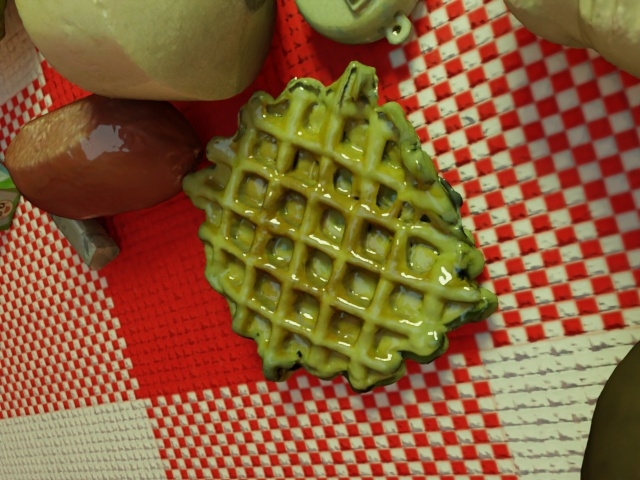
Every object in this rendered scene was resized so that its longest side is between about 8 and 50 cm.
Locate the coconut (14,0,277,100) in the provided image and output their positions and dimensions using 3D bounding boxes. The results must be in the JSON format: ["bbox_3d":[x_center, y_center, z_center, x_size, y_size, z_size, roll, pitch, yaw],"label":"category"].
[{"bbox_3d":[-0.141,-0.234,0.448,0.241,0.241,0.241,5,101,28],"label":"coconut"}]

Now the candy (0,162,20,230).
[{"bbox_3d":[-0.580,-0.107,0.803,0.194,0.062,0.097,41,114,17],"label":"candy"}]

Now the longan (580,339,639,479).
[{"bbox_3d":[0.307,0.163,0.261,0.299,0.243,0.301,1,80,-3],"label":"longan"}]

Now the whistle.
[{"bbox_3d":[0.007,-0.285,0.446,0.126,0.067,0.258,-35,78,28],"label":"whistle"}]

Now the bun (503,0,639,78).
[{"bbox_3d":[0.242,-0.235,0.194,0.365,0.219,0.365,54,159,32],"label":"bun"}]

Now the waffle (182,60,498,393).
[{"bbox_3d":[0.000,0.000,0.495,0.297,0.073,0.317,-27,87,29],"label":"waffle"}]

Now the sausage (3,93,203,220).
[{"bbox_3d":[-0.266,-0.100,0.586,0.254,0.148,0.148,-16,91,27],"label":"sausage"}]

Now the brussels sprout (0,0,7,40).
[{"bbox_3d":[-0.552,-0.440,0.568,0.361,0.342,0.426,-34,82,30],"label":"brussels sprout"}]

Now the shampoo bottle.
[{"bbox_3d":[-0.366,-0.051,0.697,0.212,0.049,0.072,49,142,12],"label":"shampoo bottle"}]
